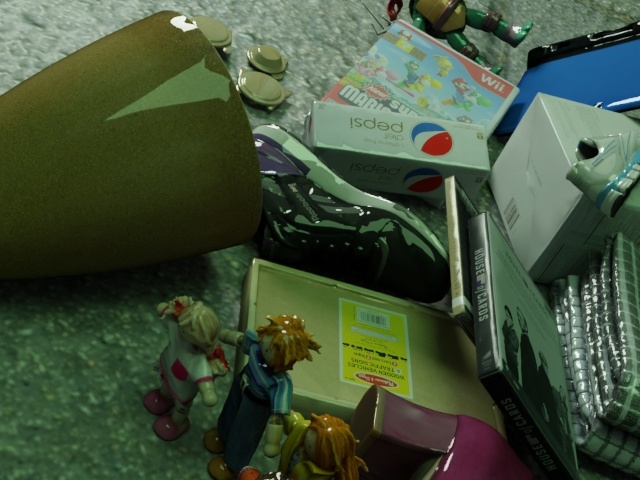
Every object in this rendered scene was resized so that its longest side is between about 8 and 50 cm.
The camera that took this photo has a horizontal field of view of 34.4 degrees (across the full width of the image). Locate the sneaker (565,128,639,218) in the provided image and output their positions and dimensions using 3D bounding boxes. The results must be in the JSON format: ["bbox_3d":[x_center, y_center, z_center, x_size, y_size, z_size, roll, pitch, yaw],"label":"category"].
[{"bbox_3d":[0.335,-0.100,1.162,0.083,0.071,0.190,34,40,17],"label":"sneaker"}]

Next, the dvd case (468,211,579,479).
[{"bbox_3d":[0.202,0.106,1.039,0.179,0.029,0.239,54,25,-29],"label":"dvd case"}]

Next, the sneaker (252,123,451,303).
[{"bbox_3d":[0.000,0.000,1.095,0.283,0.107,0.124,33,52,16],"label":"sneaker"}]

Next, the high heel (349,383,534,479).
[{"bbox_3d":[0.096,0.279,0.801,0.181,0.127,0.377,26,42,-10],"label":"high heel"}]

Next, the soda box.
[{"bbox_3d":[0.089,-0.104,1.235,0.216,0.069,0.074,7,54,-10],"label":"soda box"}]

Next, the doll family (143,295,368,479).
[{"bbox_3d":[-0.044,0.148,0.830,0.118,0.163,0.263,-4,47,-32],"label":"doll family"}]

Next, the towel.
[{"bbox_3d":[0.386,0.137,1.118,0.235,0.121,0.284,21,39,-8],"label":"towel"}]

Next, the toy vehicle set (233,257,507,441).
[{"bbox_3d":[0.049,0.118,1.018,0.267,0.035,0.166,16,39,-12],"label":"toy vehicle set"}]

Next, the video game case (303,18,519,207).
[{"bbox_3d":[0.130,-0.179,1.378,0.204,0.025,0.285,32,46,7],"label":"video game case"}]

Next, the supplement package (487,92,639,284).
[{"bbox_3d":[0.347,-0.050,1.283,0.203,0.149,0.194,11,42,-19],"label":"supplement package"}]

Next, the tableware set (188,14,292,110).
[{"bbox_3d":[-0.112,-0.231,1.337,0.168,0.020,0.141,22,41,-7],"label":"tableware set"}]

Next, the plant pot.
[{"bbox_3d":[-0.221,-0.061,0.950,0.254,0.237,0.237,-24,58,-25],"label":"plant pot"}]

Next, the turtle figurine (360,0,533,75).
[{"bbox_3d":[0.186,-0.339,1.531,0.234,0.175,0.118,35,21,-2],"label":"turtle figurine"}]

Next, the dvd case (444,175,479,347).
[{"bbox_3d":[0.179,0.055,1.101,0.164,0.018,0.221,52,25,-31],"label":"dvd case"}]

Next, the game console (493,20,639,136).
[{"bbox_3d":[0.433,-0.209,1.457,0.250,0.293,0.173,20,72,-42],"label":"game console"}]
